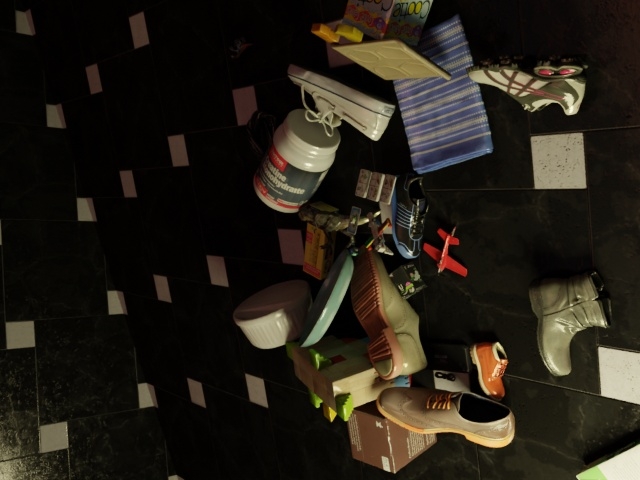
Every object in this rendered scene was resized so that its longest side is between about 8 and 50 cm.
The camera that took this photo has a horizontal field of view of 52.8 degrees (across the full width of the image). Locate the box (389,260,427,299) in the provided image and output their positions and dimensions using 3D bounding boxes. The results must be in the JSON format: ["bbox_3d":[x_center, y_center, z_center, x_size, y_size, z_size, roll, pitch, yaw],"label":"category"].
[{"bbox_3d":[0.243,0.112,1.799,0.062,0.052,0.083,-42,72,45],"label":"box"}]

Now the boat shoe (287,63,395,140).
[{"bbox_3d":[0.034,-0.368,1.789,0.367,0.135,0.157,32,112,28],"label":"boat shoe"}]

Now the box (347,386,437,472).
[{"bbox_3d":[0.207,0.537,1.881,0.167,0.203,0.169,2,105,48],"label":"box"}]

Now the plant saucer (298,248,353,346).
[{"bbox_3d":[0.023,0.175,1.892,0.043,0.318,0.318,27,131,-4],"label":"plant saucer"}]

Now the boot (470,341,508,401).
[{"bbox_3d":[0.448,0.335,1.655,0.084,0.059,0.158,-23,85,44],"label":"boot"}]

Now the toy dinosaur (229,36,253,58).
[{"bbox_3d":[-0.265,-0.620,2.103,0.090,0.047,0.082,37,148,20],"label":"toy dinosaur"}]

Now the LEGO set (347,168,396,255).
[{"bbox_3d":[0.147,-0.065,1.781,0.182,0.060,0.244,23,102,61],"label":"LEGO set"}]

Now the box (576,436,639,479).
[{"bbox_3d":[0.751,0.543,1.399,0.232,0.058,0.322,54,135,19],"label":"box"}]

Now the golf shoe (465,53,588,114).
[{"bbox_3d":[0.433,-0.337,1.392,0.272,0.105,0.120,18,124,44],"label":"golf shoe"}]

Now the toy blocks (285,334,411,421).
[{"bbox_3d":[0.092,0.372,1.917,0.381,0.260,0.191,23,124,62],"label":"toy blocks"}]

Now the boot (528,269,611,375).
[{"bbox_3d":[0.573,0.192,1.451,0.161,0.083,0.247,-9,99,43],"label":"boot"}]

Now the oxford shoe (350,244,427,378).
[{"bbox_3d":[0.191,0.198,1.839,0.140,0.146,0.397,-45,51,52],"label":"oxford shoe"}]

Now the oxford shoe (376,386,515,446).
[{"bbox_3d":[0.323,0.429,1.685,0.363,0.130,0.133,6,139,17],"label":"oxford shoe"}]

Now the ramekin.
[{"bbox_3d":[-0.141,0.246,2.120,0.272,0.273,0.127,-5,112,48],"label":"ramekin"}]

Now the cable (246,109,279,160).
[{"bbox_3d":[-0.193,-0.333,2.121,0.150,0.047,0.185,19,118,43],"label":"cable"}]

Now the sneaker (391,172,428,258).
[{"bbox_3d":[0.243,-0.064,1.713,0.090,0.081,0.232,1,103,55],"label":"sneaker"}]

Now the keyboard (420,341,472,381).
[{"bbox_3d":[0.343,0.338,1.798,0.180,0.023,0.108,-7,93,49],"label":"keyboard"}]

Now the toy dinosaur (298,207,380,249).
[{"bbox_3d":[0.049,-0.036,1.899,0.268,0.064,0.118,3,106,23],"label":"toy dinosaur"}]

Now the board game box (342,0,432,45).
[{"bbox_3d":[0.181,-0.618,1.512,0.144,0.142,0.275,37,123,33],"label":"board game box"}]

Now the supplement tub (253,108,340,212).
[{"bbox_3d":[-0.072,-0.233,1.915,0.191,0.191,0.272,52,136,21],"label":"supplement tub"}]

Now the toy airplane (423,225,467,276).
[{"bbox_3d":[0.329,0.032,1.694,0.151,0.028,0.151,20,118,44],"label":"toy airplane"}]

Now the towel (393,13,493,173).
[{"bbox_3d":[0.286,-0.350,1.595,0.243,0.040,0.336,-12,95,48],"label":"towel"}]

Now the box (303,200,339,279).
[{"bbox_3d":[0.000,0.000,2.021,0.087,0.058,0.232,28,124,37],"label":"box"}]

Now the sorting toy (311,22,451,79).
[{"bbox_3d":[0.137,-0.443,1.495,0.229,0.307,0.041,15,90,43],"label":"sorting toy"}]
